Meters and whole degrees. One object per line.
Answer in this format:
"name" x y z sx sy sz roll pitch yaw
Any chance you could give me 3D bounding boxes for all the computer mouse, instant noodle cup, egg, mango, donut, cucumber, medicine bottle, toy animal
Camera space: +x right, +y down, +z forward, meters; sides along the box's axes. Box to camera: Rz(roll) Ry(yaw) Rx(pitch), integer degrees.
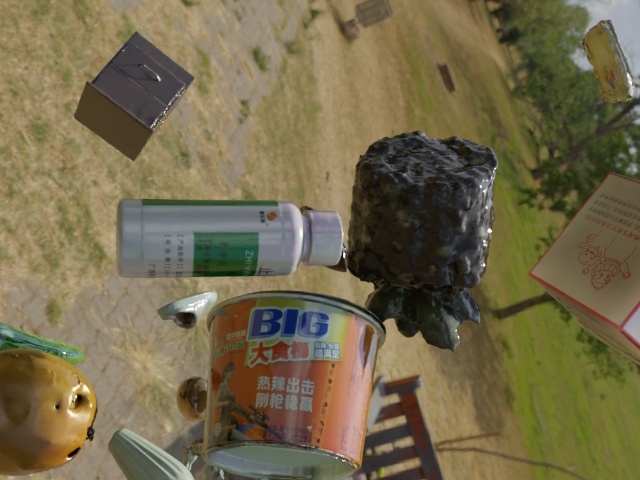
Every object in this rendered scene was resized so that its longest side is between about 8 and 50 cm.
"computer mouse" 0.000 0.000 1.860 0.242 0.077 0.147 55 -25 30
"instant noodle cup" -0.047 0.231 1.013 0.296 0.296 0.214 50 38 -49
"egg" -0.216 0.279 1.173 0.071 0.071 0.083 57 11 -38
"mango" -0.392 0.198 0.806 0.151 0.248 0.156 -31 130 -72
"donut" 0.576 -0.355 1.350 0.174 0.068 0.175 46 34 -43
"cucumber" -0.512 0.183 1.164 0.250 0.056 0.056 37 38 -51
"medicine bottle" -0.106 -0.003 0.794 0.095 0.259 0.095 179 -90 -76
"toy animal" -0.285 0.595 1.886 0.170 0.255 0.090 -98 167 -62

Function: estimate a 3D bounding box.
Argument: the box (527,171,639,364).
"box" 0.696 0.082 1.423 0.300 0.312 0.314 37 3 -27

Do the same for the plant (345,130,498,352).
"plant" 0.153 0.008 1.032 0.213 0.215 0.312 -62 153 -53

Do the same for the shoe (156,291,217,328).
"shoe" -0.395 0.216 2.049 0.251 0.103 0.100 -10 85 -63

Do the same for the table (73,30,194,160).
"table" -0.419 -0.329 1.528 0.169 0.172 0.193 37 58 -14

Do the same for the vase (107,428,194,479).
"vase" -0.441 0.585 1.730 0.248 0.128 0.128 39 14 11
